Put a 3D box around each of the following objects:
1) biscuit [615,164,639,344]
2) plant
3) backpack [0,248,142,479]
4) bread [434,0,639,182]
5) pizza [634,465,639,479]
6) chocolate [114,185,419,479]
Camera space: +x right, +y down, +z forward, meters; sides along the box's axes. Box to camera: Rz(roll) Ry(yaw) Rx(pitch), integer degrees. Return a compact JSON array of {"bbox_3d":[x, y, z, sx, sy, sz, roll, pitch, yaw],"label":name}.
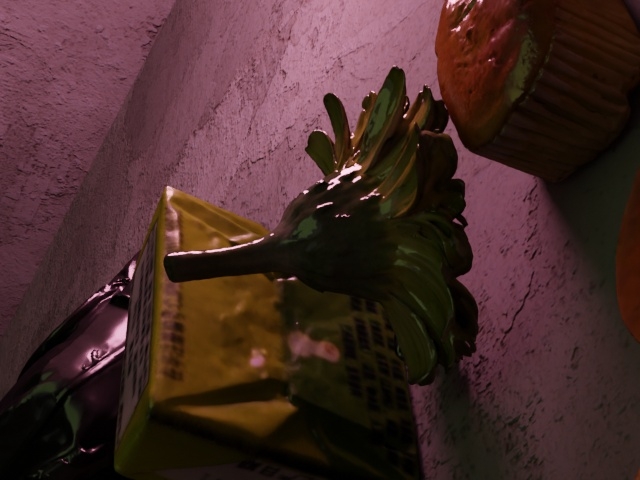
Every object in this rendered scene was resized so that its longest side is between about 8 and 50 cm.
[{"bbox_3d":[0.339,-0.062,0.671,0.385,0.062,0.365,-16,54,63],"label":"biscuit"},{"bbox_3d":[0.038,0.019,1.048,0.297,0.261,0.306,-42,26,-10],"label":"plant"},{"bbox_3d":[-0.282,0.211,1.522,0.363,0.255,0.446,-53,-5,40],"label":"backpack"},{"bbox_3d":[0.191,-0.177,1.017,0.179,0.133,0.250,-52,27,44],"label":"bread"},{"bbox_3d":[0.229,0.228,0.576,0.257,0.087,0.268,-55,26,-13],"label":"pizza"},{"bbox_3d":[-0.061,0.129,1.115,0.137,0.289,0.300,-49,29,33],"label":"chocolate"}]
